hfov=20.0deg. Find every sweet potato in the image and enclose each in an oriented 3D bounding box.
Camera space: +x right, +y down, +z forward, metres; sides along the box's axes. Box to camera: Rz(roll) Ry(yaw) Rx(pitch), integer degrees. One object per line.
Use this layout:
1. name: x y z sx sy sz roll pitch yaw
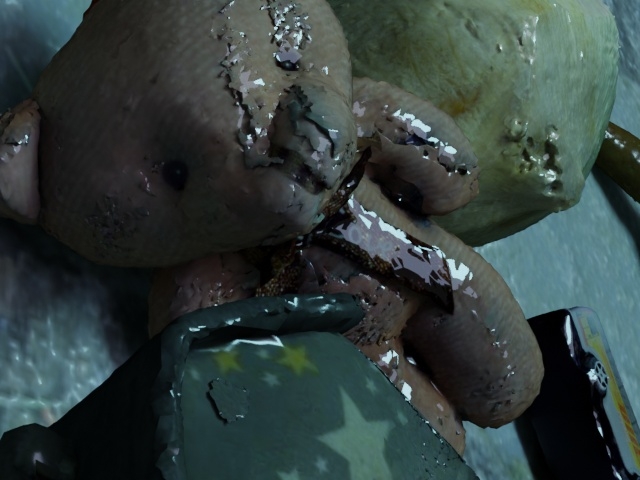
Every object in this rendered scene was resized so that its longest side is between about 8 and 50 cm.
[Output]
1. sweet potato: 0.278 0.014 1.321 0.269 0.075 0.075 54 37 -15

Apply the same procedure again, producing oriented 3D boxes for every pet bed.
1. pet bed: -0.067 0.124 0.675 0.159 0.211 0.183 48 39 -10

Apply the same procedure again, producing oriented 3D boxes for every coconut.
1. coconut: 0.074 -0.081 0.986 0.194 0.194 0.194 30 49 -42

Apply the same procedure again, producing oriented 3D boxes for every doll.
1. doll: 0.000 0.000 0.839 0.201 0.156 0.303 -47 108 -9

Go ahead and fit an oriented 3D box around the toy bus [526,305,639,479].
1. toy bus: 0.170 0.125 1.128 0.072 0.057 0.172 -14 83 -63
